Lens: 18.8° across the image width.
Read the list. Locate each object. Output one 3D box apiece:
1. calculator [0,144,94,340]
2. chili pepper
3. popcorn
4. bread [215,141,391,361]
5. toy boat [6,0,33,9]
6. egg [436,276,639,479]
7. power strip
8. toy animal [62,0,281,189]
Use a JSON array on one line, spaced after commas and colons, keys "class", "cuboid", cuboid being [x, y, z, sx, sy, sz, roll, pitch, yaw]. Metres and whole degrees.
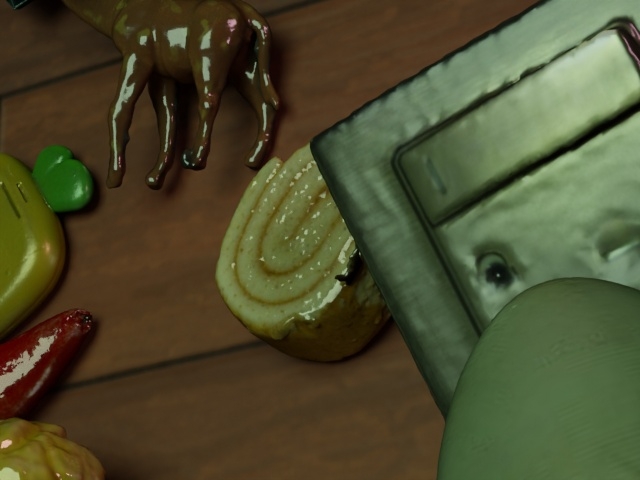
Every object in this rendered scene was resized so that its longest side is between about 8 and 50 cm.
[{"class": "calculator", "cuboid": [-0.261, 0.016, 1.421, 0.235, 0.032, 0.146, -42, 54, 12]}, {"class": "chili pepper", "cuboid": [-0.271, 0.130, 1.364, 0.272, 0.063, 0.071, -31, 69, 14]}, {"class": "popcorn", "cuboid": [-0.213, 0.196, 1.230, 0.180, 0.180, 0.170, -21, 56, 23]}, {"class": "bread", "cuboid": [0.000, 0.000, 1.239, 0.122, 0.073, 0.149, 28, 86, 39]}, {"class": "toy boat", "cuboid": [-0.190, -0.233, 1.471, 0.141, 0.060, 0.055, -38, 50, -7]}, {"class": "egg", "cuboid": [0.164, 0.153, 0.976, 0.218, 0.218, 0.295, -26, 63, 20]}, {"class": "power strip", "cuboid": [0.157, -0.011, 1.126, 0.257, 0.092, 0.251, -29, 84, 20]}, {"class": "toy animal", "cuboid": [-0.139, -0.145, 1.373, 0.224, 0.066, 0.230, -10, 75, 20]}]
